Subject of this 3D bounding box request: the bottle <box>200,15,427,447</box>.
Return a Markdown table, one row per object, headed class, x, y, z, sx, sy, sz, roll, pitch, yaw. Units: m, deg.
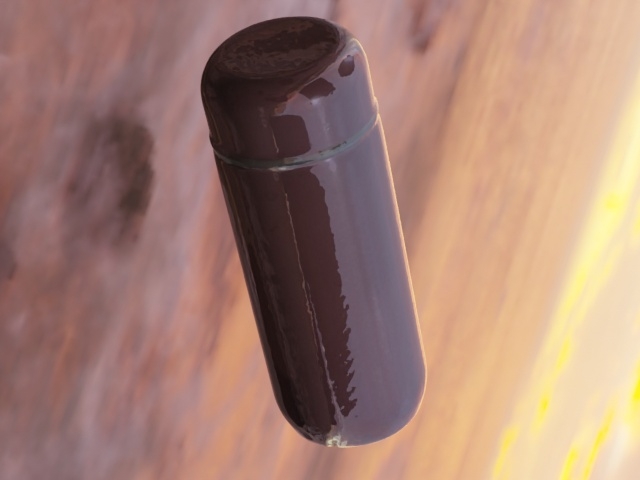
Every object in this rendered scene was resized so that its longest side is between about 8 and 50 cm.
| class | x | y | z | sx | sy | sz | roll | pitch | yaw |
| --- | --- | --- | --- | --- | --- | --- | --- | --- | --- |
| bottle | 0.000 | 0.000 | 0.505 | 0.053 | 0.053 | 0.140 | -61 | 147 | -49 |
